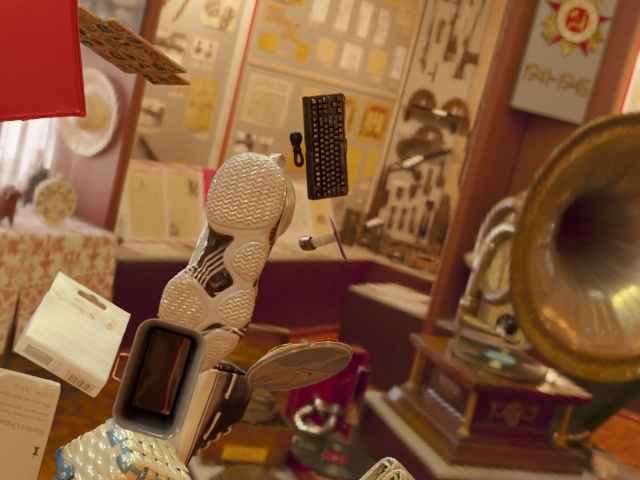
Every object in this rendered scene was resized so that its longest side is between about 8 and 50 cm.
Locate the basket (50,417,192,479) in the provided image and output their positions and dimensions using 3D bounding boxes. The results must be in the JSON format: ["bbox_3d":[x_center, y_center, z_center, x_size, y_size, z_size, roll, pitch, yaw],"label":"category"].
[{"bbox_3d":[-0.407,0.481,1.698,0.255,0.289,0.201,40,13,-46],"label":"basket"}]

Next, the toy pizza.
[{"bbox_3d":[-0.040,0.222,1.666,0.201,0.201,0.032,7,55,-38],"label":"toy pizza"}]

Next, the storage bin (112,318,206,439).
[{"bbox_3d":[-0.203,0.165,1.130,0.098,0.135,0.091,17,-6,-7],"label":"storage bin"}]

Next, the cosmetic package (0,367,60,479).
[{"bbox_3d":[-0.613,0.408,1.560,0.156,0.385,0.217,-2,-19,31],"label":"cosmetic package"}]

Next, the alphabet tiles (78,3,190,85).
[{"bbox_3d":[-0.488,-0.470,2.234,0.285,0.011,0.342,11,-16,47],"label":"alphabet tiles"}]

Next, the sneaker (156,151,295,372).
[{"bbox_3d":[-0.134,0.026,1.440,0.137,0.366,0.210,23,15,3],"label":"sneaker"}]

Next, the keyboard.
[{"bbox_3d":[-0.001,-0.160,1.583,0.108,0.180,0.023,-8,14,-20],"label":"keyboard"}]

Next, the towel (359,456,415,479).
[{"bbox_3d":[0.100,0.650,2.053,0.090,0.320,0.374,48,-5,32],"label":"towel"}]

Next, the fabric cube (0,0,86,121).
[{"bbox_3d":[-0.481,-0.297,1.222,0.259,0.254,0.258,-10,21,-33],"label":"fabric cube"}]

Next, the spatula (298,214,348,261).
[{"bbox_3d":[0.000,0.000,1.663,0.030,0.084,0.296,-21,4,-17],"label":"spatula"}]

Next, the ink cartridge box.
[{"bbox_3d":[-0.487,0.182,1.821,0.181,0.056,0.225,35,25,-18],"label":"ink cartridge box"}]

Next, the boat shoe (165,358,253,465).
[{"bbox_3d":[-0.252,0.400,1.906,0.158,0.341,0.127,25,1,-42],"label":"boat shoe"}]
